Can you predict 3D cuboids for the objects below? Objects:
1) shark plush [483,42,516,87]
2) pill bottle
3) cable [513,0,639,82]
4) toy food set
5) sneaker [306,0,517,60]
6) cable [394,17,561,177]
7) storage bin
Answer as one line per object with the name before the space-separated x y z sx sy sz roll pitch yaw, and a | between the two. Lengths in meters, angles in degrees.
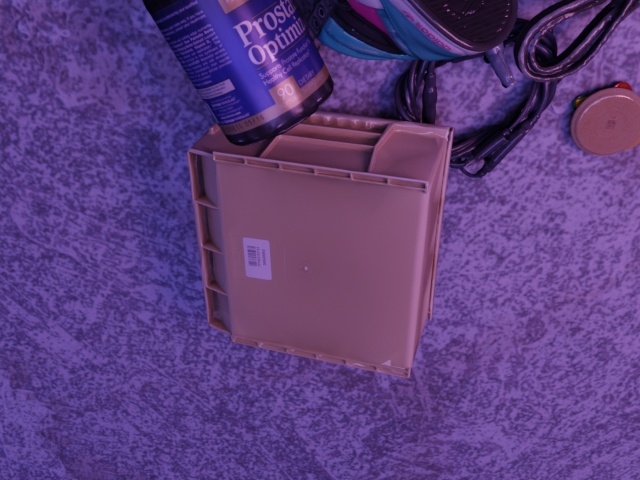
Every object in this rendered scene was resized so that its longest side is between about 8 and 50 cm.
shark plush | 0.140 -0.220 0.666 0.073 0.067 0.161 -10 102 16
pill bottle | -0.087 -0.209 0.655 0.122 0.123 0.219 -22 116 18
cable | 0.318 -0.239 0.642 0.287 0.072 0.139 -21 123 3
toy food set | 0.316 -0.131 0.768 0.083 0.020 0.083 -8 124 10
sneaker | 0.020 -0.265 0.607 0.295 0.178 0.124 44 77 -16
cable | 0.169 -0.163 0.747 0.150 0.047 0.184 35 118 -10
storage bin | 0.000 0.000 0.795 0.260 0.123 0.262 10 126 13
